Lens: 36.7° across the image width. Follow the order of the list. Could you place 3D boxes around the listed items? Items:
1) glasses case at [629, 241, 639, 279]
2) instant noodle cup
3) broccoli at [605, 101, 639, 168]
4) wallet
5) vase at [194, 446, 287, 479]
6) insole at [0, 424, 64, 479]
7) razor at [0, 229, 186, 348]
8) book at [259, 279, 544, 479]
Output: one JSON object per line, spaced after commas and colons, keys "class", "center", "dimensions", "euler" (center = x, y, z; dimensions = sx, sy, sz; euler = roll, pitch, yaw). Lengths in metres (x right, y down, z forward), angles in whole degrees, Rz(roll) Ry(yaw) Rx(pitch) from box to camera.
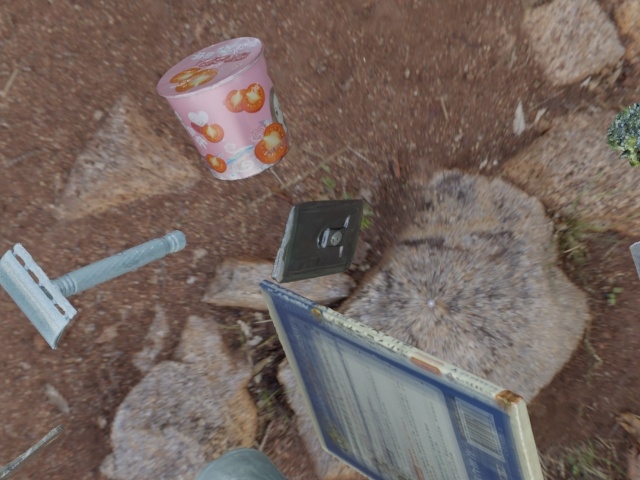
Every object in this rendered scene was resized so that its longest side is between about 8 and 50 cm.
{"class": "glasses case", "center": [0.514, 0.058, 1.362], "dimensions": [0.047, 0.205, 0.070], "euler": [-31, 51, 34]}
{"class": "instant noodle cup", "center": [-0.191, -0.272, 2.039], "dimensions": [0.243, 0.243, 0.231], "euler": [-21, 120, 5]}
{"class": "broccoli", "center": [0.620, -0.083, 1.482], "dimensions": [0.361, 0.252, 0.221], "euler": [45, 60, -15]}
{"class": "wallet", "center": [0.000, 0.000, 1.899], "dimensions": [0.052, 0.245, 0.168], "euler": [26, 109, 30]}
{"class": "vase", "center": [-0.018, 0.259, 0.789], "dimensions": [0.219, 0.096, 0.096], "euler": [24, 89, 51]}
{"class": "insole", "center": [-0.397, 0.296, 1.125], "dimensions": [0.011, 0.081, 0.248], "euler": [47, 53, 4]}
{"class": "razor", "center": [-0.242, 0.029, 1.099], "dimensions": [0.106, 0.232, 0.068], "euler": [47, 130, 13]}
{"class": "book", "center": [0.075, 0.166, 0.857], "dimensions": [0.018, 0.322, 0.228], "euler": [-35, 124, -26]}
